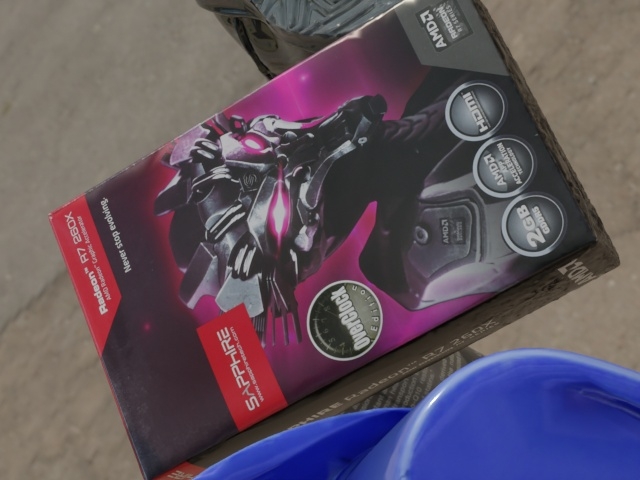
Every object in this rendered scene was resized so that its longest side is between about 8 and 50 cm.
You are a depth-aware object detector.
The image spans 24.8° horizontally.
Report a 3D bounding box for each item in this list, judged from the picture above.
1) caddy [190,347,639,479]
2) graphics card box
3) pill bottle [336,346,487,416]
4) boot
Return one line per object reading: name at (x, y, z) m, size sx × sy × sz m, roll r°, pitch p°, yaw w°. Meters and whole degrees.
caddy at (0.058, 0.194, 0.368) m, size 0.241 × 0.341 × 0.179 m, roll -31°, pitch -18°, yaw -10°
graphics card box at (0.000, 0.000, 1.056) m, size 0.371 × 0.094 × 0.232 m, roll -28°, pitch 68°, yaw 14°
pill bottle at (0.048, 0.169, 1.616) m, size 0.204 × 0.361 × 0.204 m, roll -52°, pitch 20°, yaw 27°
boot at (0.092, -0.103, 1.415) m, size 0.146 × 0.445 × 0.367 m, roll -42°, pitch 32°, yaw -9°
